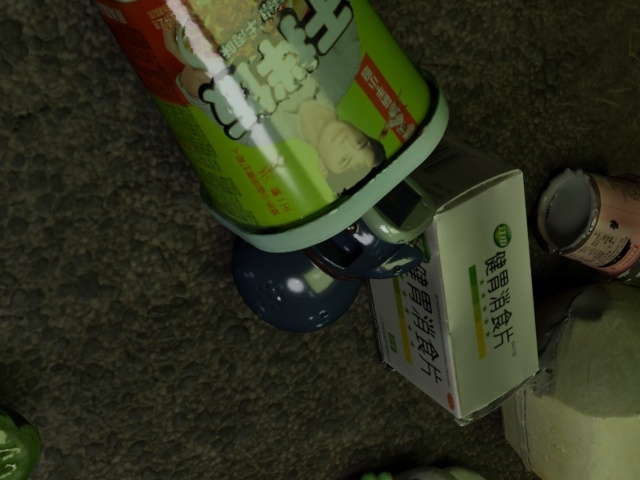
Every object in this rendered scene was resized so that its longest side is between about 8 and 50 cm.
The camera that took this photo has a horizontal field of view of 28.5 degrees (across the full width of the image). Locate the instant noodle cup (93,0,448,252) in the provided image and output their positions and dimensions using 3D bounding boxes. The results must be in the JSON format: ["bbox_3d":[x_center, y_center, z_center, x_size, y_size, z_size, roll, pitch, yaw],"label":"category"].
[{"bbox_3d":[-0.064,-0.194,1.271,0.294,0.294,0.308,-42,122,-12],"label":"instant noodle cup"}]

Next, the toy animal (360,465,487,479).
[{"bbox_3d":[0.121,0.440,1.767,0.310,0.183,0.247,-54,136,-8],"label":"toy animal"}]

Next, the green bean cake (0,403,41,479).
[{"bbox_3d":[-0.428,0.231,1.292,0.248,0.125,0.222,36,89,-41],"label":"green bean cake"}]

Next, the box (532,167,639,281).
[{"bbox_3d":[0.380,-0.027,1.739,0.135,0.151,0.151,12,105,-31],"label":"box"}]

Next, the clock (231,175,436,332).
[{"bbox_3d":[0.000,0.000,1.434,0.199,0.146,0.243,42,127,-6],"label":"clock"}]

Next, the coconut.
[{"bbox_3d":[0.399,0.201,1.771,0.323,0.323,0.323,-16,121,-29],"label":"coconut"}]

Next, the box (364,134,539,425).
[{"bbox_3d":[0.159,0.046,1.592,0.145,0.173,0.333,-26,125,-23],"label":"box"}]
